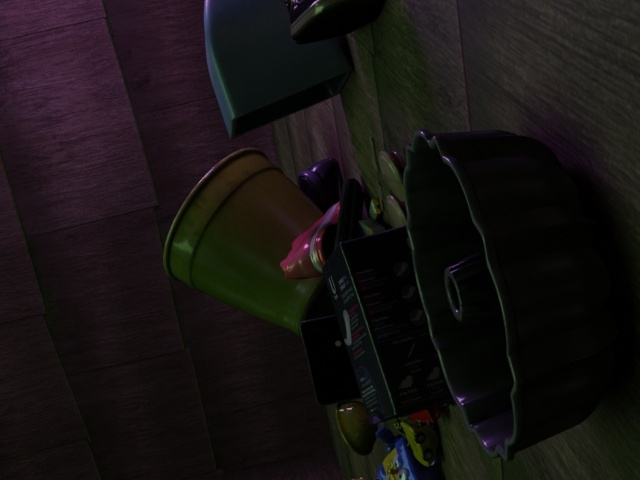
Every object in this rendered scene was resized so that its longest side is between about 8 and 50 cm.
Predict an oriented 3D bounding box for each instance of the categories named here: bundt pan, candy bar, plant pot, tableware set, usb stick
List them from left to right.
[{"bbox_3d":[-0.112,-0.375,1.974,0.247,0.248,0.252,154,92,-84],"label":"plant pot"},{"bbox_3d":[-0.106,0.034,2.314,0.353,0.366,0.366,35,156,19],"label":"plant pot"},{"bbox_3d":[0.055,-0.022,1.990,0.278,0.045,0.077,-81,-21,-52],"label":"usb stick"},{"bbox_3d":[0.071,0.234,2.194,0.167,0.188,0.187,-58,-45,-83],"label":"plant pot"},{"bbox_3d":[0.106,-0.037,1.991,0.161,0.018,0.040,92,160,-66],"label":"candy bar"},{"bbox_3d":[0.132,-0.074,1.614,0.128,0.039,0.194,57,169,36],"label":"tableware set"},{"bbox_3d":[0.186,0.039,0.988,0.331,0.124,0.330,166,90,-83],"label":"bundt pan"}]

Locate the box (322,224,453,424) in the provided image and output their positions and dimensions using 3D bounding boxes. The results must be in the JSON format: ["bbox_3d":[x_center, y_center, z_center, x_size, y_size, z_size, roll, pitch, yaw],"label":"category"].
[{"bbox_3d":[0.118,0.131,1.557,0.165,0.143,0.270,125,129,-71],"label":"box"}]

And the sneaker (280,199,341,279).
[{"bbox_3d":[0.000,0.000,2.100,0.115,0.136,0.314,66,-159,-9],"label":"sneaker"}]

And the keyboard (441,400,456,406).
[{"bbox_3d":[0.195,0.235,1.699,0.192,0.038,0.100,-138,35,-80],"label":"keyboard"}]

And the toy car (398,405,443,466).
[{"bbox_3d":[0.150,0.290,1.880,0.225,0.053,0.239,46,158,30],"label":"toy car"}]

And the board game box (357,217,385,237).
[{"bbox_3d":[0.108,0.042,1.933,0.103,0.026,0.154,-141,40,-74],"label":"board game box"}]

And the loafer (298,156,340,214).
[{"bbox_3d":[0.021,-0.083,2.441,0.109,0.095,0.302,38,158,28],"label":"loafer"}]

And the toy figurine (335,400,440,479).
[{"bbox_3d":[0.181,0.443,2.028,0.217,0.191,0.362,-51,45,44],"label":"toy figurine"}]

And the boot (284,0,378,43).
[{"bbox_3d":[-0.009,-0.473,1.630,0.377,0.138,0.284,-111,9,-83],"label":"boot"}]
